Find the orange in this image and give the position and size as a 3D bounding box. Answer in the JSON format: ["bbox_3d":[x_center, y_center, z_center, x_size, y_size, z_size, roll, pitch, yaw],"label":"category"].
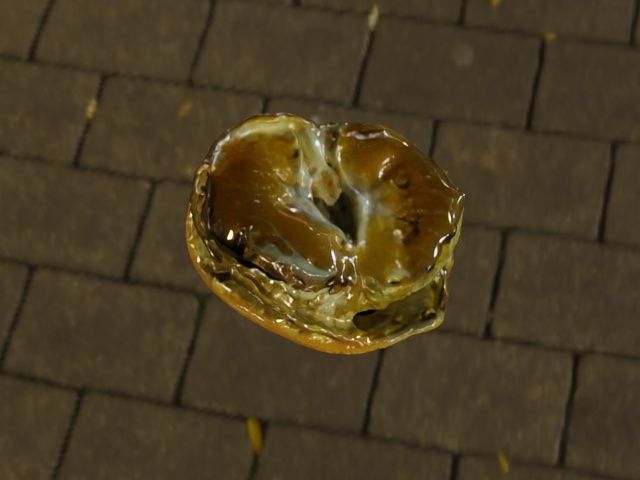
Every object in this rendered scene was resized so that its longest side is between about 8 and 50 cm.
[{"bbox_3d":[0.000,0.000,0.932,0.170,0.112,0.160,46,58,2],"label":"orange"}]
